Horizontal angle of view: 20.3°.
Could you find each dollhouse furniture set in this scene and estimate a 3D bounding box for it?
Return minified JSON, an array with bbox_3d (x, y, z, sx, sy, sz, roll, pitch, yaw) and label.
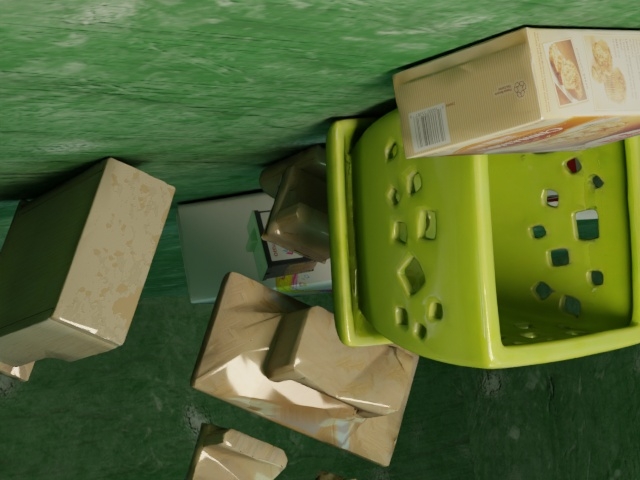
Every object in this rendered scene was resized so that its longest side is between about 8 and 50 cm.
[{"bbox_3d":[-0.101,0.095,1.713,0.394,0.362,0.256,25,160,-23],"label":"dollhouse furniture set"}]

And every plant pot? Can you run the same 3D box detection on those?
[{"bbox_3d":[0.133,-0.014,1.518,0.228,0.227,0.207,-4,-179,-44],"label":"plant pot"}]

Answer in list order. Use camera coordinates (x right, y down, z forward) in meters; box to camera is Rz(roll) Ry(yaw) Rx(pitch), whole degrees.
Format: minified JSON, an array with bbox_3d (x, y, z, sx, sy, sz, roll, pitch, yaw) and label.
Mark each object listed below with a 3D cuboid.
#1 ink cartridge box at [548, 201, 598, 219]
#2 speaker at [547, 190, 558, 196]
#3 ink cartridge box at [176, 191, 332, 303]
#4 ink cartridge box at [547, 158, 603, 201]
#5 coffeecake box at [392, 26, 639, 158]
[{"bbox_3d":[0.294,-0.067,2.276,0.181,0.056,0.225,-4,-168,-44],"label":"ink cartridge box"},{"bbox_3d":[0.270,-0.073,1.997,0.055,0.055,0.136,-4,173,-40],"label":"speaker"},{"bbox_3d":[0.000,0.000,2.040,0.278,0.117,0.201,-8,175,14],"label":"ink cartridge box"},{"bbox_3d":[0.317,-0.091,1.704,0.231,0.078,0.134,-12,173,44],"label":"ink cartridge box"},{"bbox_3d":[0.171,-0.107,1.314,0.185,0.068,0.142,-5,174,-39],"label":"coffeecake box"}]
